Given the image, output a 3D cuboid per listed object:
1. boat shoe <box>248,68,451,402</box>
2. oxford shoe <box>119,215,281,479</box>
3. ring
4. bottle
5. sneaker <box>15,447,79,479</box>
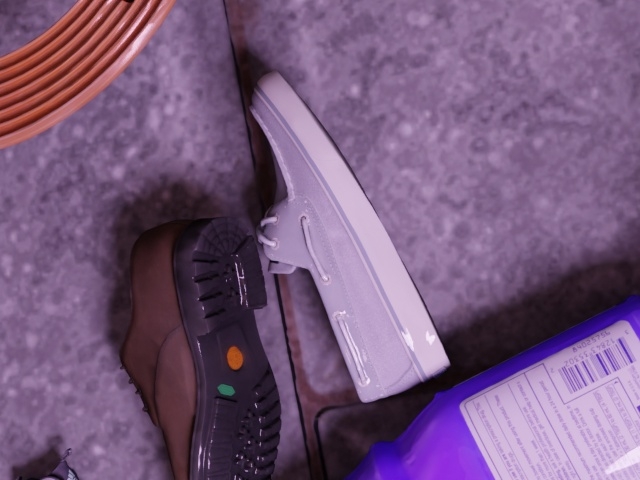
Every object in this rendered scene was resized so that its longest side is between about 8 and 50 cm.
[{"bbox_3d":[0.000,0.001,0.885,0.081,0.079,0.227,-29,87,3],"label":"boat shoe"},{"bbox_3d":[-0.084,0.098,0.908,0.096,0.083,0.227,-1,94,36],"label":"oxford shoe"},{"bbox_3d":[-0.205,-0.213,0.895,0.337,0.032,0.336,-9,71,25],"label":"ring"},{"bbox_3d":[0.118,0.139,0.855,0.283,0.092,0.118,-28,84,7],"label":"bottle"},{"bbox_3d":[-0.164,0.176,0.927,0.098,0.038,0.069,-1,89,9],"label":"sneaker"}]
